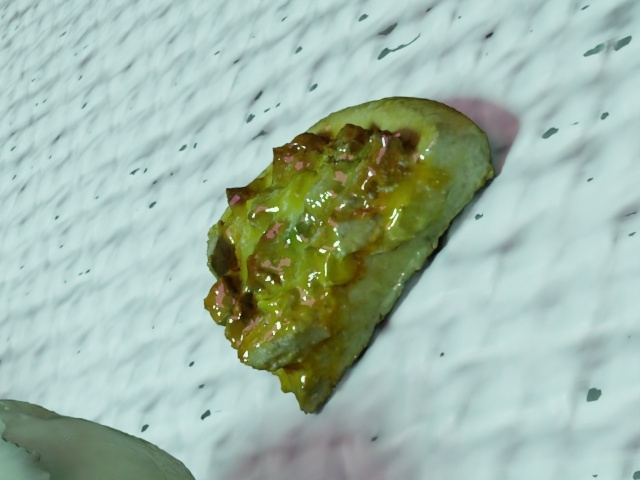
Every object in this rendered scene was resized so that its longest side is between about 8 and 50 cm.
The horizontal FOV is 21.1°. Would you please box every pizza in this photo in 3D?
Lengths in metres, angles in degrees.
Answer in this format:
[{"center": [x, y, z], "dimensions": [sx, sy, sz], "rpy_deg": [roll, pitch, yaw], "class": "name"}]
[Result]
[{"center": [0.000, -0.001, 0.704], "dimensions": [0.175, 0.046, 0.134], "rpy_deg": [-31, 39, 47], "class": "pizza"}]

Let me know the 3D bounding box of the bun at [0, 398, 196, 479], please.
[{"center": [-0.123, 0.182, 0.646], "dimensions": [0.239, 0.141, 0.239], "rpy_deg": [-35, 41, 37], "class": "bun"}]
